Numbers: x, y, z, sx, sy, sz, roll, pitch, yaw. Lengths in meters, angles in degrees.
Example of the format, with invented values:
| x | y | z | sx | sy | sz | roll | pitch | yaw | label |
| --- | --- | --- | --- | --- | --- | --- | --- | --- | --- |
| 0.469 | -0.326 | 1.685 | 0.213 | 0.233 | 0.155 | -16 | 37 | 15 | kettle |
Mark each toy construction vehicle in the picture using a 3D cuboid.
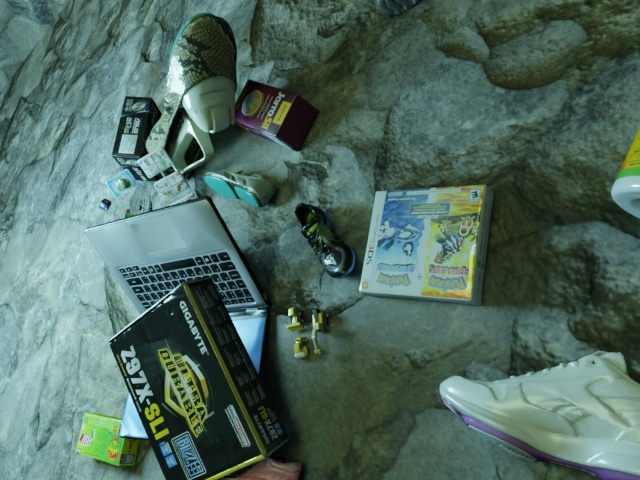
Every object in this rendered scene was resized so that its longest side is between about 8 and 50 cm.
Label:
| x | y | z | sx | sy | sz | roll | pitch | yaw | label |
| --- | --- | --- | --- | --- | --- | --- | --- | --- | --- |
| -0.028 | 0.165 | 0.958 | 0.085 | 0.035 | 0.098 | -16 | 63 | 33 | toy construction vehicle |

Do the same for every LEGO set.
| x | y | z | sx | sy | sz | roll | pitch | yaw | label |
| --- | --- | --- | --- | --- | --- | --- | --- | --- | --- |
| -0.431 | -0.107 | 1.303 | 0.244 | 0.183 | 0.060 | -26 | 20 | 18 | LEGO set |

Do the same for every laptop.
| x | y | z | sx | sy | sz | roll | pitch | yaw | label |
| --- | --- | --- | --- | --- | --- | --- | --- | --- | --- |
| -0.321 | 0.172 | 1.044 | 0.381 | 0.408 | 0.236 | -10 | 28 | 31 | laptop |

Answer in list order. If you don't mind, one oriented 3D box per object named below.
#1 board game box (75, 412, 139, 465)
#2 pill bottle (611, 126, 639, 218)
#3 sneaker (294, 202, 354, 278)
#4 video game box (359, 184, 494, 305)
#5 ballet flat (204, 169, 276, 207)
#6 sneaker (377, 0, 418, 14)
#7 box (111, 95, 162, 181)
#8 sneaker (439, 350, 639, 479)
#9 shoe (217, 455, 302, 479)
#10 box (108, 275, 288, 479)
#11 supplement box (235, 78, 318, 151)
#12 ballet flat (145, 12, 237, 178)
| x | y | z | sx | sy | sz | roll | pitch | yaw | label |
| --- | --- | --- | --- | --- | --- | --- | --- | --- | --- |
| -0.490 | 0.457 | 1.202 | 0.181 | 0.043 | 0.092 | -7 | 69 | 36 | board game box |
| 0.468 | -0.142 | 0.622 | 0.136 | 0.136 | 0.246 | 25 | 88 | 41 | pill bottle |
| 0.000 | 0.000 | 0.973 | 0.067 | 0.078 | 0.188 | -44 | 52 | 16 | sneaker |
| 0.171 | 0.006 | 0.858 | 0.205 | 0.048 | 0.187 | 0 | 75 | 38 | video game box |
| -0.180 | -0.128 | 1.184 | 0.213 | 0.072 | 0.068 | 22 | 60 | 41 | ballet flat |
| 0.220 | -0.573 | 1.006 | 0.281 | 0.105 | 0.116 | -25 | 59 | 29 | sneaker |
| -0.482 | -0.272 | 1.403 | 0.077 | 0.147 | 0.180 | 4 | 71 | 3 | box |
| 0.305 | 0.207 | 0.652 | 0.304 | 0.114 | 0.152 | 7 | 64 | 35 | sneaker |
| -0.110 | 0.414 | 0.911 | 0.177 | 0.063 | 0.081 | -2 | 70 | 32 | shoe |
| -0.234 | 0.267 | 0.946 | 0.257 | 0.079 | 0.322 | -34 | 77 | 31 | box |
| -0.109 | -0.284 | 1.167 | 0.188 | 0.080 | 0.104 | 29 | 92 | 41 | supplement box |
| -0.283 | -0.281 | 1.194 | 0.483 | 0.163 | 0.182 | -42 | 68 | 52 | ballet flat |
